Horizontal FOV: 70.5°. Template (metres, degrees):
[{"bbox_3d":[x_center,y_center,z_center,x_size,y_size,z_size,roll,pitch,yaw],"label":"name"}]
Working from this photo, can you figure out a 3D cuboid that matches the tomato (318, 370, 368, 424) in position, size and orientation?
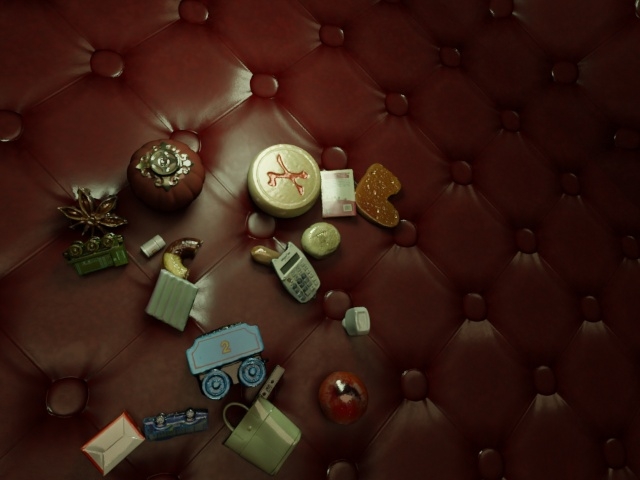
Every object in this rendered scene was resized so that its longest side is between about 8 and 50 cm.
[{"bbox_3d":[0.094,0.642,1.851,0.207,0.184,0.208,4,76,-16],"label":"tomato"}]

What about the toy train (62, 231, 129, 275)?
[{"bbox_3d":[-0.873,0.054,1.770,0.225,0.090,0.137,-17,107,-15],"label":"toy train"}]

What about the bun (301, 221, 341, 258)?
[{"bbox_3d":[0.000,0.000,2.041,0.188,0.111,0.164,-27,101,-23],"label":"bun"}]

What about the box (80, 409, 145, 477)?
[{"bbox_3d":[-0.746,0.728,1.636,0.182,0.099,0.133,-41,92,-23],"label":"box"}]

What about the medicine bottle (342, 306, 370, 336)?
[{"bbox_3d":[0.150,0.352,1.944,0.069,0.183,0.119,-3,76,-18],"label":"medicine bottle"}]

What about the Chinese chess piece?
[{"bbox_3d":[-0.162,-0.265,2.041,0.337,0.140,0.339,4,74,-15],"label":"Chinese chess piece"}]

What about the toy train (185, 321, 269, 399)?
[{"bbox_3d":[-0.355,0.467,1.774,0.300,0.188,0.265,-16,76,-18],"label":"toy train"}]

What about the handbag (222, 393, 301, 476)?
[{"bbox_3d":[-0.246,0.743,1.773,0.315,0.109,0.241,36,85,5],"label":"handbag"}]

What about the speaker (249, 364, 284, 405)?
[{"bbox_3d":[-0.217,0.599,1.848,0.040,0.046,0.191,36,69,-3],"label":"speaker"}]

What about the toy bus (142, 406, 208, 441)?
[{"bbox_3d":[-0.542,0.693,1.712,0.236,0.079,0.094,-5,79,-17],"label":"toy bus"}]

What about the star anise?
[{"bbox_3d":[-0.903,-0.113,1.808,0.214,0.099,0.220,-39,109,-18],"label":"star anise"}]

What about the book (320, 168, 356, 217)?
[{"bbox_3d":[0.080,-0.222,2.142,0.162,0.022,0.232,-4,76,-1],"label":"book"}]

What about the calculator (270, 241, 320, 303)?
[{"bbox_3d":[-0.100,0.148,1.965,0.268,0.040,0.177,54,53,-12],"label":"calculator"}]

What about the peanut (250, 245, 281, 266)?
[{"bbox_3d":[-0.234,0.071,1.968,0.152,0.076,0.076,20,71,-15],"label":"peanut"}]

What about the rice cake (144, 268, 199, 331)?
[{"bbox_3d":[-0.589,0.239,1.801,0.189,0.037,0.198,29,97,-7],"label":"rice cake"}]

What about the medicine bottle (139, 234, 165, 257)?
[{"bbox_3d":[-0.687,0.024,1.858,0.089,0.057,0.057,-41,89,-21],"label":"medicine bottle"}]

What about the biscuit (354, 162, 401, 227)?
[{"bbox_3d":[0.296,-0.212,2.204,0.262,0.052,0.277,31,72,-5],"label":"biscuit"}]

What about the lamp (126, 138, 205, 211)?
[{"bbox_3d":[-0.625,-0.265,1.846,0.302,0.257,0.304,4,73,-14],"label":"lamp"}]

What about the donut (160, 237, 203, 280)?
[{"bbox_3d":[-0.580,0.077,1.861,0.141,0.085,0.217,16,74,-12],"label":"donut"}]
